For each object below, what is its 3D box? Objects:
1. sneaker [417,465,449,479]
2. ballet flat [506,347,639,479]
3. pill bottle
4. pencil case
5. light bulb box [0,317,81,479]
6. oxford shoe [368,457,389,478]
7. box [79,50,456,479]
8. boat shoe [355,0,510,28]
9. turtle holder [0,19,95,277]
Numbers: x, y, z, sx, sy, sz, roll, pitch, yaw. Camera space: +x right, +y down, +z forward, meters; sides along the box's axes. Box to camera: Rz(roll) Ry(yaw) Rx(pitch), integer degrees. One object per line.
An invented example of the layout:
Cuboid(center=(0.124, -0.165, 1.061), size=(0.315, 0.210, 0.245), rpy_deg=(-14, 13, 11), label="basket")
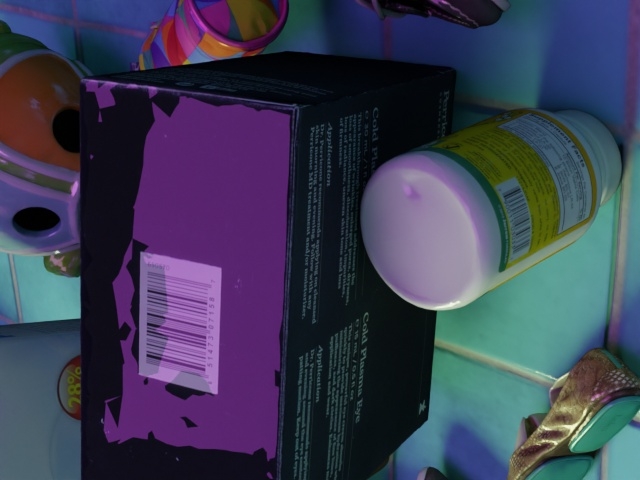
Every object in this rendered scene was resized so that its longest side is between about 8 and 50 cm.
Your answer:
Cuboid(center=(0.160, 0.278, 1.084), size=(0.065, 0.061, 0.158), rpy_deg=(-45, 73, 19), label="sneaker")
Cuboid(center=(0.213, 0.167, 0.969), size=(0.206, 0.073, 0.067), rpy_deg=(-60, 36, 40), label="ballet flat")
Cuboid(center=(0.137, -0.034, 0.834), size=(0.118, 0.208, 0.117), rpy_deg=(22, 123, 38), label="pill bottle")
Cuboid(center=(-0.111, -0.199, 1.063), size=(0.236, 0.104, 0.104), rpy_deg=(-16, 96, 66), label="pencil case")
Cuboid(center=(-0.244, 0.262, 1.200), size=(0.225, 0.361, 0.357), rpy_deg=(-5, 89, 47), label="light bulb box")
Cuboid(center=(0.000, 0.299, 1.155), size=(0.096, 0.227, 0.083), rpy_deg=(43, 174, 15), label="oxford shoe")
Cuboid(center=(-0.033, 0.031, 0.906), size=(0.179, 0.312, 0.343), rpy_deg=(10, 106, 25), label="box")
Cuboid(center=(0.018, -0.242, 0.925), size=(0.335, 0.112, 0.095), rpy_deg=(43, 104, 34), label="boat shoe")
Cuboid(center=(-0.347, -0.074, 1.311), size=(0.227, 0.243, 0.320), rpy_deg=(27, 118, 15), label="turtle holder")
